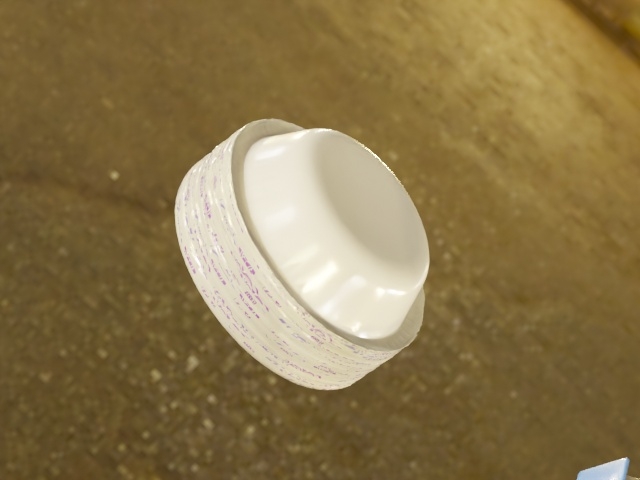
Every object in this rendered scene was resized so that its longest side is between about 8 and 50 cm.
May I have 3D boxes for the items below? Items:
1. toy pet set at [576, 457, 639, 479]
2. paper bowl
[{"bbox_3d":[0.206,0.206,1.149,0.065,0.122,0.114,19,39,6],"label":"toy pet set"},{"bbox_3d":[0.000,0.000,1.681,0.284,0.148,0.284,36,34,-30],"label":"paper bowl"}]
